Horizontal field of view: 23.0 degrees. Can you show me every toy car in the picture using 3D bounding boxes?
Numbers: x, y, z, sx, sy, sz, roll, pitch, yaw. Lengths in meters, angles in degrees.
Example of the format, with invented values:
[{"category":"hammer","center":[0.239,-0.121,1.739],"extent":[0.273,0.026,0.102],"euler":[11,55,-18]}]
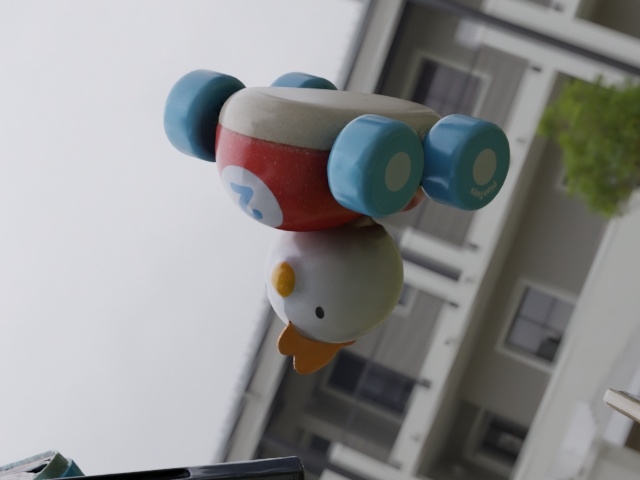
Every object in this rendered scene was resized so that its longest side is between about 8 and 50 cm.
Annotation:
[{"category":"toy car","center":[0.000,0.000,1.253],"extent":[0.210,0.219,0.237],"euler":[-5,-72,-48]}]

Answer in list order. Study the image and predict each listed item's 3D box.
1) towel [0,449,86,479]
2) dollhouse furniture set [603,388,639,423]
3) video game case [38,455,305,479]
[{"category":"towel","center":[-0.177,0.343,1.396],"extent":[0.040,0.370,0.271],"euler":[-46,15,-35]},{"category":"dollhouse furniture set","center":[0.264,-0.025,0.719],"extent":[0.197,0.151,0.301],"euler":[29,98,62]},{"category":"video game case","center":[-0.146,0.242,1.014],"extent":[0.026,0.274,0.196],"euler":[-123,32,-66]}]
